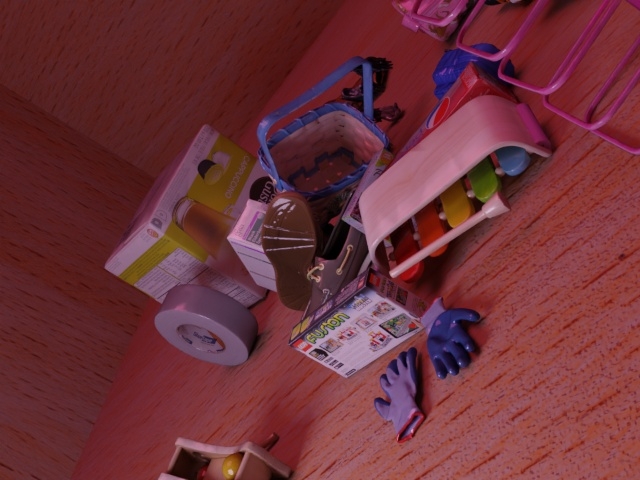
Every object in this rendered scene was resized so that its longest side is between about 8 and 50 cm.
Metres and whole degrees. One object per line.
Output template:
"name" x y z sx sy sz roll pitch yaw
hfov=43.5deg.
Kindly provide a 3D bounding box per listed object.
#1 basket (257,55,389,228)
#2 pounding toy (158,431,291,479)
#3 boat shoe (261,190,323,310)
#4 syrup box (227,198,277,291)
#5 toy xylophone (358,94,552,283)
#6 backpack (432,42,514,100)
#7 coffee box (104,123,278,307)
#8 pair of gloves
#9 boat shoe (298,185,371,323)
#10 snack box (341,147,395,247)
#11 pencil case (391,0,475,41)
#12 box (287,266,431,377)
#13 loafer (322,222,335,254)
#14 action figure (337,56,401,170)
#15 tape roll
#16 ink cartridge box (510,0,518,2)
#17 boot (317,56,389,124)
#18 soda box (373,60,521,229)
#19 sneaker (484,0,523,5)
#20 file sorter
"basket" 0.009 -0.182 1.526 0.255 0.289 0.201 -37 52 -16
"pounding toy" -0.151 0.346 1.286 0.269 0.154 0.154 -33 29 55
"boat shoe" -0.047 0.010 1.497 0.089 0.105 0.285 -73 -13 -45
"syrup box" -0.099 0.021 1.633 0.093 0.096 0.237 -64 -20 -20
"toy xylophone" 0.172 -0.059 1.126 0.323 0.081 0.236 -35 38 32
"backpack" 0.257 -0.265 1.334 0.120 0.098 0.101 -5 58 56
"coffee box" -0.288 -0.022 2.059 0.338 0.334 0.337 -33 28 52
"pair of gloves" 0.135 0.158 1.030 0.198 0.023 0.159 -54 18 15
"boat shoe" 0.029 0.048 1.424 0.305 0.091 0.109 -60 16 -9
"snack box" 0.112 -0.073 1.389 0.141 0.100 0.037 -62 16 -17
"pencil case" 0.317 -0.596 1.672 0.386 0.167 0.160 -50 50 27
"box" 0.054 0.124 1.166 0.207 0.114 0.036 -41 23 44
"loafer" 0.000 0.000 1.624 0.080 0.078 0.220 -58 16 -1
"action figure" 0.098 -0.248 1.714 0.275 0.141 0.164 99 -178 -56
"tape roll" -0.248 0.187 1.756 0.219 0.219 0.072 -36 27 53
"ink cartridge box" 0.404 -0.526 1.218 0.307 0.129 0.223 -7 52 56
"boot" 0.067 -0.320 2.080 0.280 0.096 0.264 -35 19 38
"soda box" 0.198 -0.148 1.287 0.263 0.092 0.083 -51 17 24
"sneaker" 0.351 -0.470 1.464 0.083 0.084 0.215 -67 18 -13
"file sorter" 0.275 -0.250 0.901 0.182 0.291 0.202 -57 16 14
